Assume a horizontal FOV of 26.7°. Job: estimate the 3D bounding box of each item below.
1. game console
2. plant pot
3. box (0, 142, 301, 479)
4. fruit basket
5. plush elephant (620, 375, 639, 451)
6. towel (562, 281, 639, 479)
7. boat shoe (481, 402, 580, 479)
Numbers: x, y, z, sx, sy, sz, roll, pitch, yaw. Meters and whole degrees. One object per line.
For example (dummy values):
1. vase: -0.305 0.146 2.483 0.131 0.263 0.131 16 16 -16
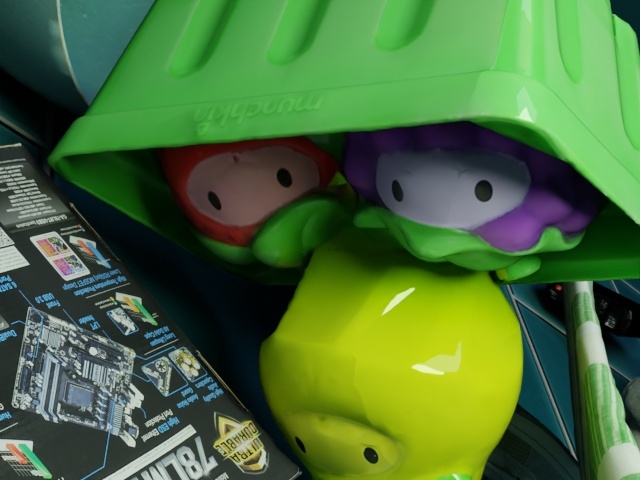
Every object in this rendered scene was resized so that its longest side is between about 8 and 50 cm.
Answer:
1. game console: 0.450 0.129 1.693 0.361 0.044 0.213 29 7 23
2. plant pot: -0.208 -0.250 1.085 0.195 0.290 0.290 15 12 21
3. box: -0.174 0.082 0.763 0.293 0.073 0.295 49 21 7
4. fruit basket: 0.029 0.010 0.877 0.283 0.392 0.392 34 23 -49
5. plush elephant: 0.473 0.217 1.461 0.272 0.255 0.330 51 22 14
6. towel: 0.210 0.162 0.977 0.325 0.038 0.248 -83 164 -58
7. boat shoe: 0.109 0.156 1.144 0.320 0.103 0.118 37 3 -35
